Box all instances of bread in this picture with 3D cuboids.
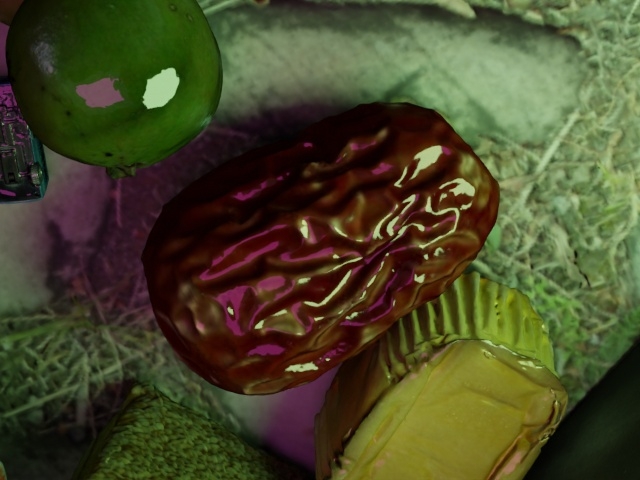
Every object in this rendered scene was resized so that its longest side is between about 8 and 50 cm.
[{"bbox_3d":[0.077,0.115,1.257,0.132,0.114,0.190,28,118,-17],"label":"bread"},{"bbox_3d":[-0.067,0.218,1.262,0.234,0.184,0.110,30,113,-6],"label":"bread"}]

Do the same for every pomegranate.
[{"bbox_3d":[-0.151,-0.127,1.163,0.191,0.152,0.131,39,88,4],"label":"pomegranate"}]

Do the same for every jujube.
[{"bbox_3d":[0.000,0.000,1.198,0.230,0.155,0.155,-34,105,5],"label":"jujube"}]

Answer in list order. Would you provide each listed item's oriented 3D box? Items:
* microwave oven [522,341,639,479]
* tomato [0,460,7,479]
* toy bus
[{"bbox_3d":[0.320,0.303,1.244,0.432,0.236,0.374,37,109,-9],"label":"microwave oven"},{"bbox_3d":[-0.300,0.208,1.133,0.265,0.265,0.265,1,110,3],"label":"tomato"},{"bbox_3d":[-0.205,-0.069,1.239,0.038,0.046,0.083,-5,112,6],"label":"toy bus"}]
